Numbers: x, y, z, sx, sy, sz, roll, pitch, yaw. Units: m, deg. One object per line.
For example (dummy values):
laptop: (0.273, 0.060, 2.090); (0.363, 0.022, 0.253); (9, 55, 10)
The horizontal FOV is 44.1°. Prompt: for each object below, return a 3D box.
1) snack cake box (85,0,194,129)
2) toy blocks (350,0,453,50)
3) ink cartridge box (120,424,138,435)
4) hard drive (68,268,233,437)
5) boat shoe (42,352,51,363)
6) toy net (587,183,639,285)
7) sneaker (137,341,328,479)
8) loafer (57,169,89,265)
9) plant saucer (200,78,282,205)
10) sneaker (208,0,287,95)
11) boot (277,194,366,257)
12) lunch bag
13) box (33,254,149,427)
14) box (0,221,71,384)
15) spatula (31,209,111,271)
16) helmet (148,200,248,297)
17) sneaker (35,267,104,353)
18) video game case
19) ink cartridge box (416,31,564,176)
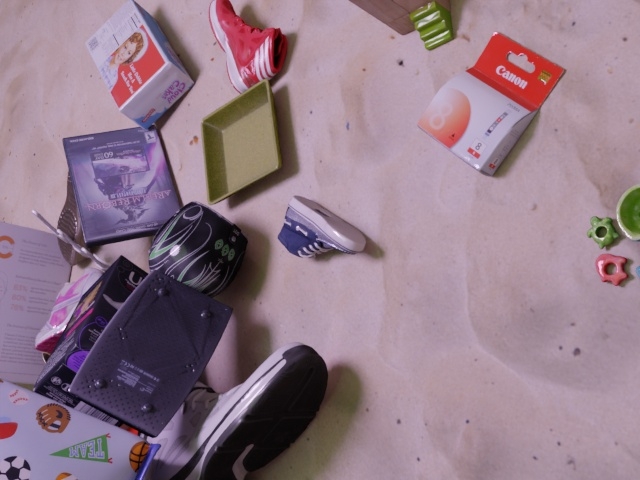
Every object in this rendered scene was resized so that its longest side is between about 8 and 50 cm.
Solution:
snack cake box: (-0.395, -0.385, 1.711); (0.152, 0.089, 0.264); (-40, 54, 10)
toy blocks: (0.079, -0.509, 1.221); (0.190, 0.260, 0.382); (-17, 67, 38)
ink cartridge box: (-0.450, 0.417, 1.587); (0.275, 0.060, 0.239); (-47, 51, 22)
hard drive: (-0.267, 0.182, 1.275); (0.255, 0.171, 0.054); (-61, -4, -36)
boat shoe: (-0.562, 0.295, 1.725); (0.056, 0.048, 0.153); (-55, 50, 17)
toy net: (0.394, 0.053, 0.935); (0.122, 0.045, 0.232); (-29, 61, 33)
sneaker: (-0.187, 0.275, 1.312); (0.448, 0.169, 0.257); (-52, 52, 22)
loafer: (-0.516, -0.065, 1.757); (0.102, 0.092, 0.269); (39, 121, 39)
plant saucer: (-0.140, -0.177, 1.476); (0.188, 0.045, 0.188); (-24, 64, 35)
sneaker: (-0.128, -0.393, 1.512); (0.128, 0.087, 0.221); (-27, 74, 24)
boot: (0.000, 0.000, 1.297); (0.190, 0.069, 0.086); (38, 112, 49)
lunch bag: (-0.457, 0.423, 1.140); (0.386, 0.327, 0.239); (-68, 8, -25)
box: (-0.370, 0.184, 1.427); (0.143, 0.165, 0.270); (-42, 20, 26)
box: (-0.717, 0.142, 1.792); (0.168, 0.215, 0.346); (-1, 78, 42)
spatula: (-0.495, 0.006, 1.600); (0.168, 0.242, 0.019); (37, 77, 3)
helmet: (-0.223, 0.029, 1.408); (0.169, 0.169, 0.162); (23, 73, 43)
sneaker: (-0.525, 0.153, 1.705); (0.252, 0.103, 0.111); (-39, 51, 20)
video game case: (-0.404, -0.118, 1.614); (0.026, 0.196, 0.274); (104, 150, -53)
ink cartridge box: (0.241, -0.203, 1.143); (0.145, 0.045, 0.179); (45, 111, 39)
